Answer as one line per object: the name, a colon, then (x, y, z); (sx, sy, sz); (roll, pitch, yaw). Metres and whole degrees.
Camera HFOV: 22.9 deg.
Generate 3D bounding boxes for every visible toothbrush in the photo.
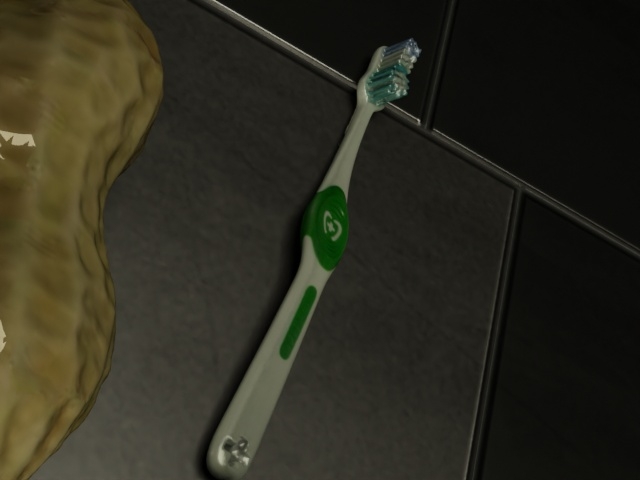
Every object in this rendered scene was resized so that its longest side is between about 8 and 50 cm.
toothbrush: (-0.001, 0.000, 0.836); (0.030, 0.030, 0.304); (34, 53, -15)

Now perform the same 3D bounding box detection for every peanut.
peanut: (-0.140, -0.006, 0.681); (0.136, 0.120, 0.298); (45, 43, -37)
